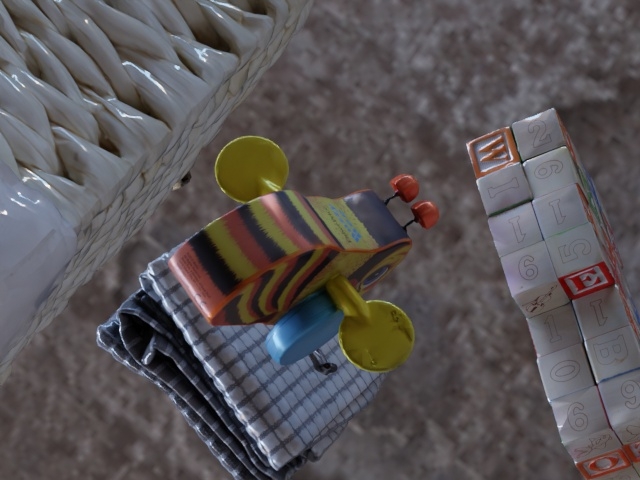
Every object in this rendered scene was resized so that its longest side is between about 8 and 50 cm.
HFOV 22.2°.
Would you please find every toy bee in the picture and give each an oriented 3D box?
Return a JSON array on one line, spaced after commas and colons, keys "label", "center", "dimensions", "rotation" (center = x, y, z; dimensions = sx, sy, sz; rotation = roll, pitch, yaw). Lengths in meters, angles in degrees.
[{"label": "toy bee", "center": [0.000, 0.000, 1.193], "dimensions": [0.162, 0.195, 0.298], "rotation": [-40, 4, 6]}]

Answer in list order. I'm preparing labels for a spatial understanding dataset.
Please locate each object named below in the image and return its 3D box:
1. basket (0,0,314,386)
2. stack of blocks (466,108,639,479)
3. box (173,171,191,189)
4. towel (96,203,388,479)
[{"label": "basket", "center": [-0.227, -0.082, 0.716], "dimensions": [0.266, 0.328, 0.331], "rotation": [-50, 3, -40]}, {"label": "stack of blocks", "center": [0.228, 0.054, 1.450], "dimensions": [0.087, 0.297, 0.171], "rotation": [-21, -34, 14]}, {"label": "box", "center": [-0.220, -0.100, 1.418], "dimensions": [0.201, 0.164, 0.021], "rotation": [-16, 11, 36]}, {"label": "towel", "center": [-0.064, 0.099, 1.567], "dimensions": [0.121, 0.235, 0.283], "rotation": [-38, 1, 28]}]
